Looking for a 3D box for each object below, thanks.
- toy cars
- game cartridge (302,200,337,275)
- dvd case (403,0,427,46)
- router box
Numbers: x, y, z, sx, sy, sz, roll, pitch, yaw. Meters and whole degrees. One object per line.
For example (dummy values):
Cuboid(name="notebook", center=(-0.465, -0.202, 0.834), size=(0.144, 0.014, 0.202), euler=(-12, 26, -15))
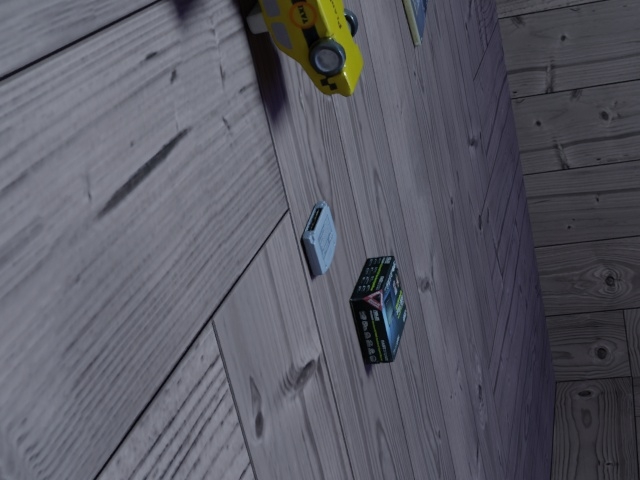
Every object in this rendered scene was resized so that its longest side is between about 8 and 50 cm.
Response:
Cuboid(name="toy cars", center=(-0.063, -0.259, 0.954), size=(0.393, 0.087, 0.177), euler=(38, 43, -63))
Cuboid(name="game cartridge", center=(0.000, 0.000, 1.167), size=(0.083, 0.017, 0.056), euler=(-68, 144, -57))
Cuboid(name="dvd case", center=(0.152, -0.473, 1.844), size=(0.165, 0.018, 0.221), euler=(-78, 155, -47))
Cuboid(name="router box", center=(0.075, 0.086, 1.339), size=(0.122, 0.038, 0.092), euler=(-62, 143, -62))
